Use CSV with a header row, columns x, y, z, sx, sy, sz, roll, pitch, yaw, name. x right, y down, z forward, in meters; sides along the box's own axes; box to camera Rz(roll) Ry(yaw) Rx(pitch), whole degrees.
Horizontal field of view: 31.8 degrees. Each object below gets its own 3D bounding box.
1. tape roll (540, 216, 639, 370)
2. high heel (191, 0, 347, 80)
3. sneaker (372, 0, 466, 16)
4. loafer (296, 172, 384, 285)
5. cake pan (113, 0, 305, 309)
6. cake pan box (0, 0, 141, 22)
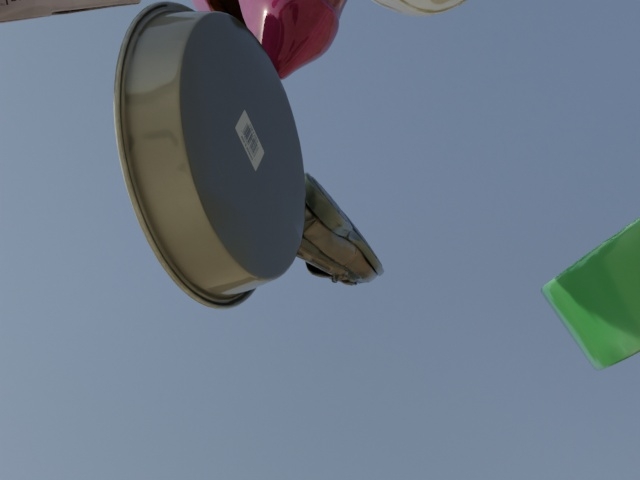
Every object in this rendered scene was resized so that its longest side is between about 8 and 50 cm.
x,y,z,sx,sy,sz,roll,pitch,yaw,name
0.315,-0.022,0.823,0.321,0.077,0.321,-33,-9,-6,tape roll
-0.099,-0.270,1.370,0.127,0.377,0.181,41,-107,-24,high heel
0.070,-0.167,0.529,0.114,0.152,0.305,-40,-14,-6,sneaker
0.000,0.000,1.310,0.084,0.096,0.267,-38,-25,2,loafer
-0.089,-0.084,1.047,0.054,0.293,0.293,-11,-44,22,cake pan
-0.342,-0.254,1.147,0.267,0.246,0.070,-14,-72,-27,cake pan box
